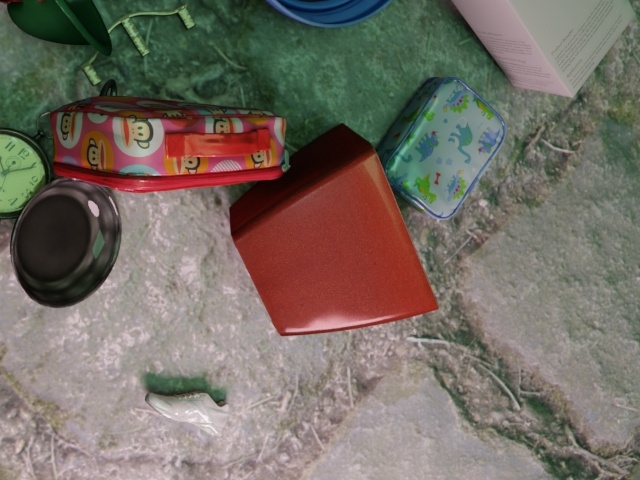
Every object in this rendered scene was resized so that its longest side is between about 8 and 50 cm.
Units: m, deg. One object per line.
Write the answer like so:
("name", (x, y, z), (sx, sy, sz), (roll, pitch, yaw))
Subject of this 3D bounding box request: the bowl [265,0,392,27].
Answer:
("bowl", (0.012, -0.517, 1.075), (0.391, 0.077, 0.391), (-18, 121, -33))

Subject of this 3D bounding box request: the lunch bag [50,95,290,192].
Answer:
("lunch bag", (-0.190, -0.135, 1.011), (0.293, 0.258, 0.120), (-10, 106, -46))

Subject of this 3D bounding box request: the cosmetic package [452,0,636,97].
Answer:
("cosmetic package", (0.331, -0.426, 1.186), (0.197, 0.155, 0.365), (-51, 124, -4))

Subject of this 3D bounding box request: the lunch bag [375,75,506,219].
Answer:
("lunch bag", (0.205, -0.155, 1.270), (0.176, 0.090, 0.219), (34, 88, -21))

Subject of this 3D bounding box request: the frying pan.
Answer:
("frying pan", (-0.372, -0.060, 1.058), (0.197, 0.053, 0.326), (-26, 123, -53))

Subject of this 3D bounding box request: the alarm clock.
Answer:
("alarm clock", (-0.444, -0.112, 1.068), (0.192, 0.064, 0.129), (-46, 111, -3))

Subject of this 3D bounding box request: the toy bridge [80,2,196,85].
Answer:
("toy bridge", (-0.278, -0.307, 1.107), (0.188, 0.026, 0.063), (-34, 108, -9))

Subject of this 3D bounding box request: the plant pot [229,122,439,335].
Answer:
("plant pot", (0.000, 0.000, 1.153), (0.236, 0.267, 0.267), (-25, 108, 0))

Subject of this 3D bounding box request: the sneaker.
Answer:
("sneaker", (-0.221, 0.275, 1.231), (0.152, 0.053, 0.061), (27, 81, -28))

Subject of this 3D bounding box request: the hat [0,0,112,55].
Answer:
("hat", (-0.417, -0.300, 1.016), (0.183, 0.208, 0.173), (-29, 149, 5))
